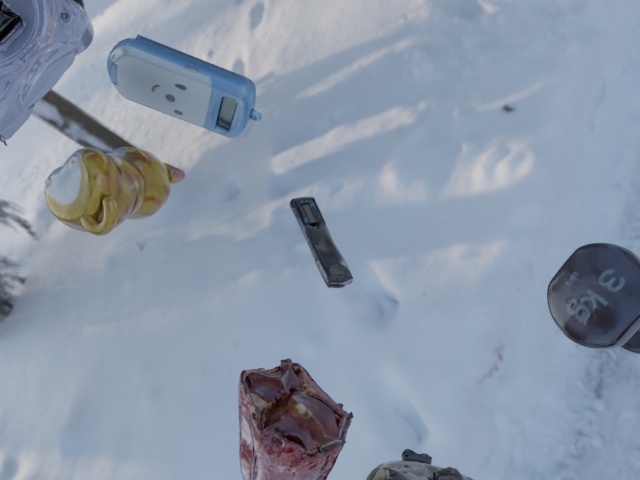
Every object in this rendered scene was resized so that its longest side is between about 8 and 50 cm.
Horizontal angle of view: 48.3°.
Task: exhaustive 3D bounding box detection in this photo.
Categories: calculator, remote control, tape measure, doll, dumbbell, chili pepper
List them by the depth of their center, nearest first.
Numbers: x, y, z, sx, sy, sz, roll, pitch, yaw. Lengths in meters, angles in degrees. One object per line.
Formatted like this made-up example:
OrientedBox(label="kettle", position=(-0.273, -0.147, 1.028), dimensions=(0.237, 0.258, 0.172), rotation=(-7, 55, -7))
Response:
OrientedBox(label="tape measure", position=(-0.373, -0.235, 0.807), dimensions=(0.196, 0.178, 0.105), rotation=(-58, 0, -8))
OrientedBox(label="chili pepper", position=(-0.056, 0.270, 0.903), dimensions=(0.136, 0.144, 0.253), rotation=(-68, -4, -50))
OrientedBox(label="calculator", position=(-0.176, -0.199, 0.937), dimensions=(0.121, 0.210, 0.039), rotation=(128, 160, -65))
OrientedBox(label="dumbbell", position=(0.420, 0.086, 0.983), dimensions=(0.140, 0.225, 0.124), rotation=(-55, 50, 20))
OrientedBox(label="remote control", position=(0.000, 0.000, 1.363), dimensions=(0.212, 0.059, 0.028), rotation=(64, 146, 30))
OrientedBox(label="doll", position=(-0.402, -0.104, 1.390), dimensions=(0.166, 0.162, 0.269), rotation=(-28, 6, 28))

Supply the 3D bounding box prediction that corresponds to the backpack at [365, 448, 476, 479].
OrientedBox(label="backpack", position=(0.224, 0.537, 1.349), dimensions=(0.201, 0.353, 0.378), rotation=(-68, 19, 5))
